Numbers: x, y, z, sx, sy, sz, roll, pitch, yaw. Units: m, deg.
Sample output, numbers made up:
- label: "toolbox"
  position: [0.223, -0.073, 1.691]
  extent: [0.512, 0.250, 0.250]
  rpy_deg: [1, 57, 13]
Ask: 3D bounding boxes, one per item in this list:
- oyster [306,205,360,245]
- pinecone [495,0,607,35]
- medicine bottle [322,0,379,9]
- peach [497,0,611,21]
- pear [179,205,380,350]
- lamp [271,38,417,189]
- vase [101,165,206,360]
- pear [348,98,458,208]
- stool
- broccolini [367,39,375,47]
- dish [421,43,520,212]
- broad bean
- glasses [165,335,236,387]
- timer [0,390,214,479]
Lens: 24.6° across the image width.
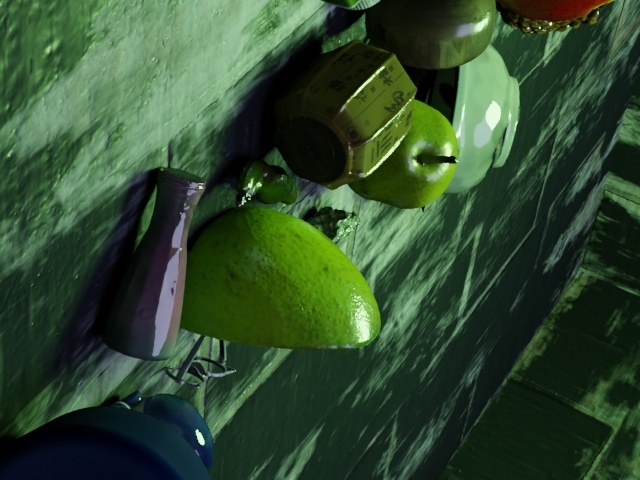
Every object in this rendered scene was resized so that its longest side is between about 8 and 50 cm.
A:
- label: "oyster"
  position: [0.000, 0.000, 2.188]
  extent: [0.125, 0.064, 0.177]
  rpy_deg: [-54, 174, 11]
- label: "pinecone"
  position: [0.385, -0.457, 2.460]
  extent: [0.221, 0.221, 0.221]
  rpy_deg: [-53, 158, -33]
- label: "medicine bottle"
  position: [0.027, -0.356, 1.766]
  extent: [0.132, 0.088, 0.188]
  rpy_deg: [-63, 161, -8]
- label: "peach"
  position: [0.304, -0.469, 2.052]
  extent: [0.242, 0.306, 0.380]
  rpy_deg: [-54, 149, -22]
- label: "pear"
  position: [-0.031, 0.053, 1.877]
  extent: [0.288, 0.239, 0.139]
  rpy_deg: [-25, 136, -65]
- label: "lamp"
  position: [0.031, -0.164, 1.916]
  extent: [0.185, 0.161, 0.161]
  rpy_deg: [-51, 157, -43]
- label: "vase"
  position: [-0.184, 0.025, 1.682]
  extent: [0.086, 0.086, 0.214]
  rpy_deg: [-10, 118, -68]
- label: "pear"
  position: [0.121, -0.125, 2.122]
  extent: [0.166, 0.180, 0.216]
  rpy_deg: [-58, -155, -3]
- label: "stool"
  position: [0.152, -0.382, 1.937]
  extent: [0.179, 0.179, 0.264]
  rpy_deg: [-52, 157, -36]
- label: "broccolini"
  position: [0.046, -0.197, 2.074]
  extent: [0.254, 0.057, 0.071]
  rpy_deg: [-58, -162, -12]
- label: "dish"
  position: [0.241, -0.192, 2.333]
  extent: [0.303, 0.120, 0.303]
  rpy_deg: [-172, -90, -85]
- label: "broad bean"
  position: [-0.074, -0.075, 1.903]
  extent: [0.195, 0.046, 0.061]
  rpy_deg: [-11, 110, -73]
- label: "glasses"
  position: [-0.147, 0.130, 1.934]
  extent: [0.140, 0.062, 0.104]
  rpy_deg: [-11, 122, -69]
- label: "timer"
  position: [-0.221, 0.282, 1.703]
  extent: [0.383, 0.270, 0.270]
  rpy_deg: [-57, 166, -74]
